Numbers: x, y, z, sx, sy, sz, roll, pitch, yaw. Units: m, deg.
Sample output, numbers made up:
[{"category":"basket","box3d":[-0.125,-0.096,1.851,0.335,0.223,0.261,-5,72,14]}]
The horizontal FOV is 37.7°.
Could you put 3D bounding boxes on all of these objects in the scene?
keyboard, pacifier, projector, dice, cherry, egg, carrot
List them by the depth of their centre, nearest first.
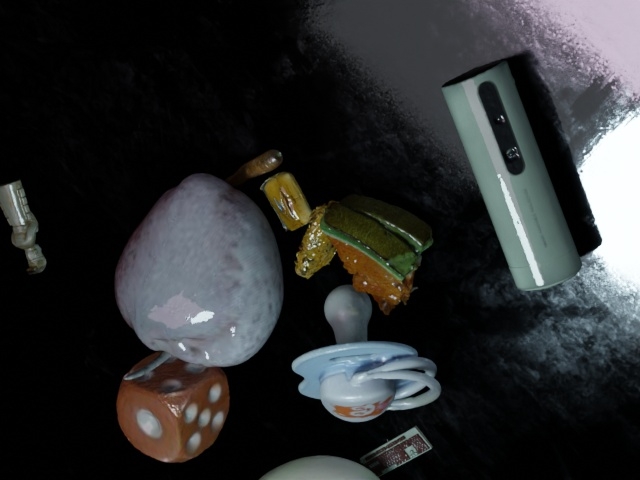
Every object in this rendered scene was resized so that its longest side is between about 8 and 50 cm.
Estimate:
[{"category":"projector","box3d":[0.287,-0.095,1.402,0.108,0.108,0.337,-16,101,38]},{"category":"pacifier","box3d":[0.070,0.186,1.641,0.299,0.244,0.233,83,177,-65]},{"category":"cherry","box3d":[-0.209,0.068,1.698,0.335,0.291,0.326,-51,61,23]},{"category":"carrot","box3d":[-0.128,-0.128,1.717,0.165,0.035,0.036,-22,97,41]},{"category":"keyboard","box3d":[0.140,0.404,1.781,0.055,0.017,0.166,53,129,4]},{"category":"egg","box3d":[-0.013,0.552,1.787,0.345,0.283,0.283,-41,85,24]},{"category":"dice","box3d":[-0.306,0.340,1.959,0.174,0.179,0.175,13,122,29]}]

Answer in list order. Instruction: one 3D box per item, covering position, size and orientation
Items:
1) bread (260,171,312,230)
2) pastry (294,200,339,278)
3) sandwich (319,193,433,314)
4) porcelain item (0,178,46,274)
[{"category":"bread","box3d":[-0.060,-0.071,1.684,0.072,0.053,0.106,-21,103,42]},{"category":"pastry","box3d":[0.000,0.000,1.658,0.056,0.080,0.140,36,127,31]},{"category":"sandwich","box3d":[0.091,0.016,1.595,0.185,0.109,0.160,32,145,17]},{"category":"porcelain item","box3d":[-0.670,-0.029,2.116,0.084,0.054,0.213,-8,105,39]}]
